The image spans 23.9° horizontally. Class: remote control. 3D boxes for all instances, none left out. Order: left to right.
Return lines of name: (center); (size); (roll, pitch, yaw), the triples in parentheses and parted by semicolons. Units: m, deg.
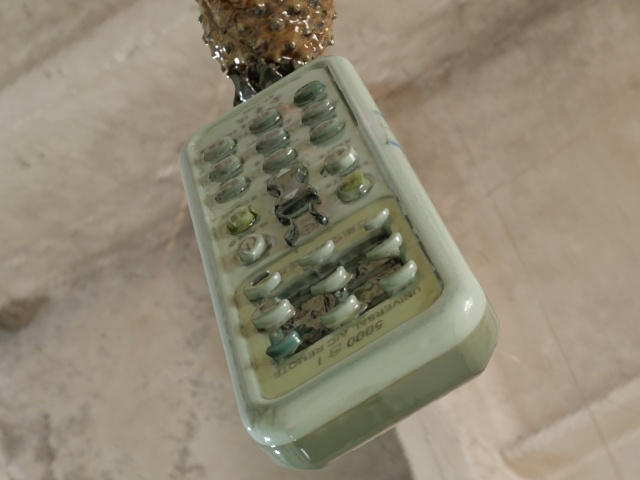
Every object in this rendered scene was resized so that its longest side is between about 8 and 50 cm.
remote control: (0.000, 0.000, 0.823); (0.128, 0.065, 0.335); (-29, -151, 4)

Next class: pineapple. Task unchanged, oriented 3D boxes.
pineapple: (-0.031, -0.125, 1.068); (0.108, 0.108, 0.197); (-14, -107, 23)
